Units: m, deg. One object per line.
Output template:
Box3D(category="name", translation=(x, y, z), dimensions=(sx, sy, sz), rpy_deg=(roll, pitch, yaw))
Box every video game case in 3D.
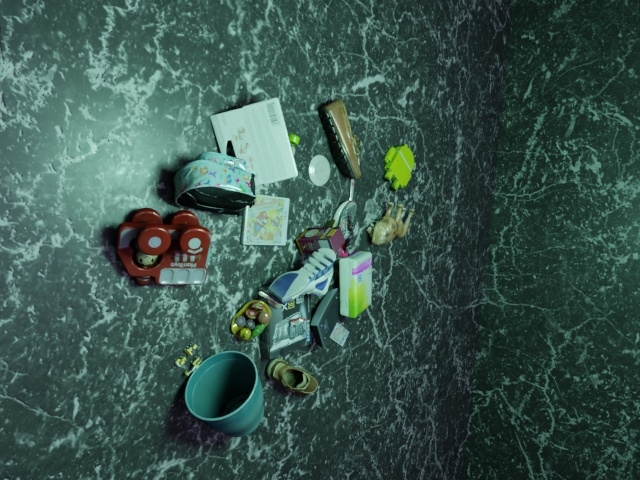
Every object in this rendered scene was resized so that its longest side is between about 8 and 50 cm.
Box3D(category="video game case", translation=(0.098, 0.486, 2.194), dimensions=(0.122, 0.011, 0.087), rpy_deg=(45, 65, -40))
Box3D(category="video game case", translation=(-0.227, -0.084, 1.766), dimensions=(0.226, 0.026, 0.207), rpy_deg=(2, 94, -45))

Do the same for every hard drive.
Box3D(category="hard drive", translation=(0.030, 0.365, 2.022), dimensions=(0.255, 0.054, 0.172), rpy_deg=(-57, 143, -45))

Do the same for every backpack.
Box3D(category="backpack", translation=(-0.373, -0.193, 1.466), dimensions=(0.253, 0.225, 0.191), rpy_deg=(-1, 74, -41))

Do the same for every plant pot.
Box3D(category="plant pot", translation=(-0.336, 0.609, 1.609), dimensions=(0.271, 0.271, 0.255), rpy_deg=(-45, 140, -31))

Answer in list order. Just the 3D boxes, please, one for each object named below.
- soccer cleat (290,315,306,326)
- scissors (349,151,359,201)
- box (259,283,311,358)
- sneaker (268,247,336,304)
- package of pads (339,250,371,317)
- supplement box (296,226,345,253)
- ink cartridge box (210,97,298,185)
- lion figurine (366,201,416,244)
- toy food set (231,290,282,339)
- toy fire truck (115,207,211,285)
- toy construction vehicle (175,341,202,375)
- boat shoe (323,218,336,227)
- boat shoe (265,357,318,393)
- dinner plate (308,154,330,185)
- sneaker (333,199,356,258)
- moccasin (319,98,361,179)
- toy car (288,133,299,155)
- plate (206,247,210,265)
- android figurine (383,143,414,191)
Box3D(category="soccer cleat", translation=(-0.099, 0.356, 1.852), dimensions=(0.083, 0.029, 0.036), rpy_deg=(-4, 108, -42))
Box3D(category="scissors", translation=(0.169, -0.305, 2.139), dimensions=(0.109, 0.021, 0.297), rpy_deg=(-20, 109, -44))
Box3D(category="box", translation=(-0.152, 0.334, 1.869), dimensions=(0.242, 0.076, 0.308), rpy_deg=(-8, 102, -44))
Box3D(category="sneaker", translation=(-0.050, 0.189, 1.790), dimensions=(0.315, 0.127, 0.182), rpy_deg=(-35, 139, -21))
Box3D(category="package of pads", translation=(0.180, 0.213, 2.136), dimensions=(0.229, 0.101, 0.297), rpy_deg=(-20, 112, -61))
Box3D(category="supplement box", translation=(0.000, 0.000, 1.882), dimensions=(0.104, 0.188, 0.081), rpy_deg=(-49, 127, -43))
Box3D(category="ink cartridge box", translation=(-0.246, -0.359, 1.605), dimensions=(0.261, 0.066, 0.297), rpy_deg=(-14, 104, 2))
Box3D(category="lion figurine", translation=(0.416, -0.078, 2.346), dimensions=(0.392, 0.142, 0.240), rpy_deg=(9, 97, -50))
Box3D(category="toy food set", translation=(-0.263, 0.316, 1.705), dimensions=(0.128, 0.071, 0.218), rpy_deg=(42, 87, -16))
Box3D(category="toy fire truck", translation=(-0.512, 0.040, 1.400), dimensions=(0.302, 0.169, 0.254), rpy_deg=(1, 114, -34))
Box3D(category="toy construction vehicle", translation=(-0.484, 0.442, 1.577), dimensions=(0.098, 0.035, 0.086), rpy_deg=(-46, 126, -31))
Box3D(category="boat shoe", translation=(0.039, -0.028, 2.025), dimensions=(0.048, 0.056, 0.153), rpy_deg=(34, 75, -44))
Box3D(category="boat shoe", translation=(-0.111, 0.638, 1.926), dimensions=(0.324, 0.119, 0.123), rpy_deg=(38, 69, -42))
Box3D(category="dinner plate", translation=(0.001, -0.326, 1.970), dimensions=(0.141, 0.017, 0.141), rpy_deg=(-8, 101, -43))
Box3D(category="sneaker", translation=(0.124, -0.051, 2.068), dimensions=(0.120, 0.112, 0.299), rpy_deg=(26, 77, -44))
Box3D(category="moccasin", translation=(0.118, -0.469, 1.986), dimensions=(0.147, 0.139, 0.380), rpy_deg=(-31, 109, -20))
Box3D(category="toy car", translation=(-0.203, -0.370, 1.701), dimensions=(0.188, 0.149, 0.155), rpy_deg=(19, 90, -19))
Box3D(category="plate", translation=(-0.477, 0.049, 1.534), dimensions=(0.188, 0.024, 0.188), rpy_deg=(-8, 101, -45))
Box3D(category="android figurine", translation=(0.443, -0.417, 2.377), dimensions=(0.248, 0.056, 0.273), rpy_deg=(45, 65, -39))
